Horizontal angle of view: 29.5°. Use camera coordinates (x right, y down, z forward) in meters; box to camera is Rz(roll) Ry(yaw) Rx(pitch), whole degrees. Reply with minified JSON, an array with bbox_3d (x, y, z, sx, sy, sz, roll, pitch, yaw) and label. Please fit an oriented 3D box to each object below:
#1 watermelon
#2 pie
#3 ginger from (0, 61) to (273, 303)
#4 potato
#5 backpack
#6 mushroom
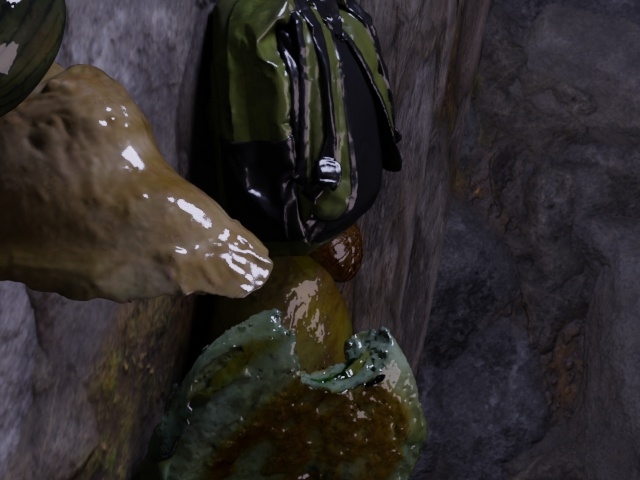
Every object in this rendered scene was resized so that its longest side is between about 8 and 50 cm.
[{"bbox_3d":[-0.175,-0.105,0.628,0.078,0.078,0.110,86,21,-47],"label":"watermelon"},{"bbox_3d":[-0.035,0.203,1.128,0.067,0.303,0.302,44,-42,51],"label":"pie"},{"bbox_3d":[-0.113,-0.034,0.692,0.115,0.193,0.122,-26,127,-78],"label":"ginger"},{"bbox_3d":[-0.038,0.130,1.225,0.176,0.141,0.298,-55,153,-53],"label":"potato"},{"bbox_3d":[-0.016,-0.120,1.109,0.207,0.140,0.253,-43,130,-57],"label":"backpack"},{"bbox_3d":[0.009,0.000,1.436,0.126,0.085,0.109,-35,134,-79],"label":"mushroom"}]
